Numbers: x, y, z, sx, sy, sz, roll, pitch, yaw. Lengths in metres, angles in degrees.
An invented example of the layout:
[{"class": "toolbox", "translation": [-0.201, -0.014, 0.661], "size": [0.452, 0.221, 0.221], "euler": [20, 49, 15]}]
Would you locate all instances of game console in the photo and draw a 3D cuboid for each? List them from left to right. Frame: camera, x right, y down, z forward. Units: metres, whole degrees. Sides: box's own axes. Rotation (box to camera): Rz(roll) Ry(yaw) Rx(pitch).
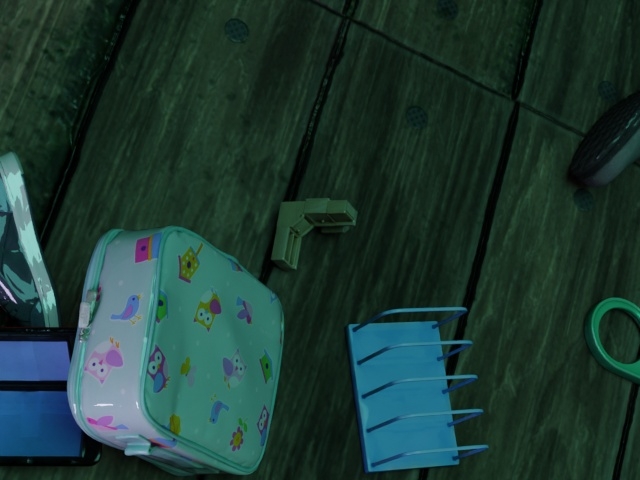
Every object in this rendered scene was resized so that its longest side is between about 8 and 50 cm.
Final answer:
[{"class": "game console", "translation": [-0.291, 0.155, 1.505], "size": [0.144, 0.124, 0.085], "euler": [0, 46, -1]}]

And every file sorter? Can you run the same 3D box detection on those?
[{"class": "file sorter", "translation": [0.112, 0.165, 1.701], "size": [0.118, 0.104, 0.170], "euler": [0, 73, -26]}]

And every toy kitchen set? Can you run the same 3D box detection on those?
[{"class": "toy kitchen set", "translation": [0.000, 0.000, 1.728], "size": [0.068, 0.083, 0.075], "euler": [45, 50, -55]}]

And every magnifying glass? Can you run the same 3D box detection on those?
[{"class": "magnifying glass", "translation": [0.419, 0.167, 1.889], "size": [0.231, 0.026, 0.092], "euler": [48, 60, -5]}]

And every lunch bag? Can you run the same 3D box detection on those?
[{"class": "lunch bag", "translation": [-0.144, 0.121, 1.520], "size": [0.279, 0.107, 0.224], "euler": [40, 55, -56]}]

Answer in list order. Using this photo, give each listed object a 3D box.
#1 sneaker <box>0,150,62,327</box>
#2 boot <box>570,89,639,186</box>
[{"class": "sneaker", "translation": [-0.359, 0.038, 1.540], "size": [0.163, 0.086, 0.226], "euler": [-16, 89, -20]}, {"class": "boot", "translation": [0.494, -0.120, 1.973], "size": [0.338, 0.118, 0.223], "euler": [-41, 98, -25]}]
